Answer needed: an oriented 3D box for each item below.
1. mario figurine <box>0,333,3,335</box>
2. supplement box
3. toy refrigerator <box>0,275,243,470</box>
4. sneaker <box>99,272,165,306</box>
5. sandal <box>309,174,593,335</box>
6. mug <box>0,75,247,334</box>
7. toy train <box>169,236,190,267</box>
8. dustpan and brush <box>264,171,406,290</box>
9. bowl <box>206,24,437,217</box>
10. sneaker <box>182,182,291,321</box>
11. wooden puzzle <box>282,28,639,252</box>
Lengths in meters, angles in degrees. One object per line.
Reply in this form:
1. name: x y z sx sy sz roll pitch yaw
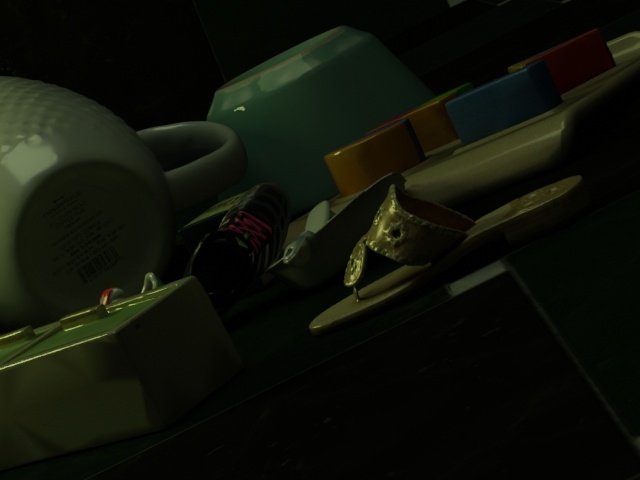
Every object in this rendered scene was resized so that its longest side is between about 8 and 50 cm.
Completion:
1. mario figurine: -0.355 0.007 2.158 0.320 0.198 0.170 -15 -25 -14
2. supplement box: -0.079 0.004 1.732 0.056 0.083 0.083 -21 10 30
3. toy refrigerator: -0.199 0.110 1.451 0.269 0.094 0.102 -19 12 44
4. sneaker: -0.192 0.086 1.619 0.161 0.075 0.057 -33 11 -34
5. sandal: 0.084 -0.014 1.381 0.240 0.079 0.088 -25 9 13
6. mug: -0.257 -0.045 1.960 0.374 0.276 0.328 -23 19 -21
7. toy train: -0.186 0.025 2.118 0.158 0.027 0.036 -34 1 -37
8. dustpan and brush: 0.000 0.000 1.555 0.147 0.060 0.211 -39 12 15
9. bowl: -0.011 -0.146 2.150 0.311 0.163 0.311 -26 8 4
10. sneaker: -0.074 0.009 1.614 0.170 0.063 0.075 -54 -2 -28
11. wooden puzzle: 0.145 -0.113 1.768 0.322 0.080 0.348 -21 11 30
